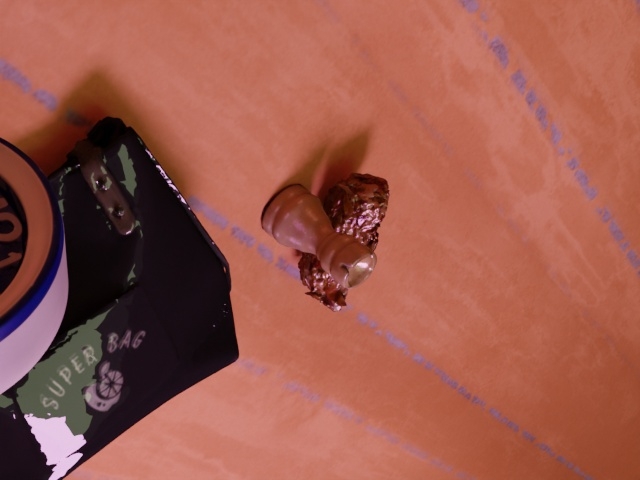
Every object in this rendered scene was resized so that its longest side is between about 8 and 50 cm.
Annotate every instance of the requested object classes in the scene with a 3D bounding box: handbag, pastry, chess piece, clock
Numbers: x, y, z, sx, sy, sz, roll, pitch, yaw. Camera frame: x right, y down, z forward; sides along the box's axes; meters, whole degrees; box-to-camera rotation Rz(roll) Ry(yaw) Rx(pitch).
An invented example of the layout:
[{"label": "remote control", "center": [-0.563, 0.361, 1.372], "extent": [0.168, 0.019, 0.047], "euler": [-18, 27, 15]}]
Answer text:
[{"label": "handbag", "center": [-0.231, 0.064, 1.168], "extent": [0.342, 0.152, 0.288], "euler": [-36, 136, -22]}, {"label": "pastry", "center": [0.018, -0.002, 1.472], "extent": [0.063, 0.087, 0.169], "euler": [15, 116, -21]}, {"label": "chess piece", "center": [0.000, 0.000, 1.404], "extent": [0.066, 0.122, 0.066], "euler": [-33, 146, -25]}, {"label": "clock", "center": [-0.293, 0.020, 0.931], "extent": [0.230, 0.230, 0.083], "euler": [-31, 146, -29]}]
